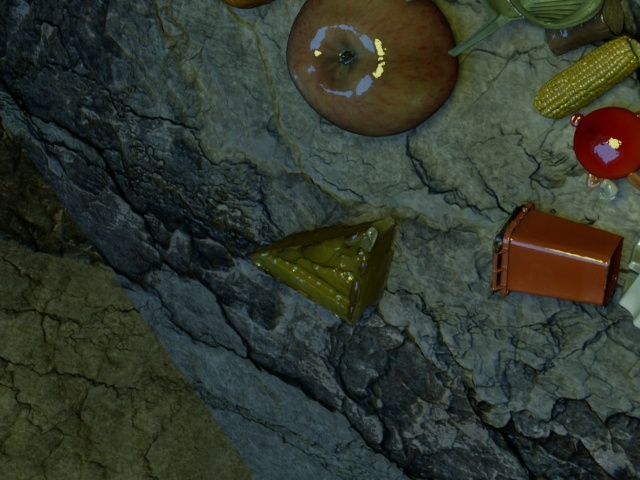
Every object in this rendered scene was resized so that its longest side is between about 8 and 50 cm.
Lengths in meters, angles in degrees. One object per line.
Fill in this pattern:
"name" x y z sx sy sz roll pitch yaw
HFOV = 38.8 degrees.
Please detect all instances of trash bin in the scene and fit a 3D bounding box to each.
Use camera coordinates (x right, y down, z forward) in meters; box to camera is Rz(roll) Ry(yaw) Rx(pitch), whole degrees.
"trash bin" 0.465 0.042 1.810 0.239 0.184 0.161 16 126 29

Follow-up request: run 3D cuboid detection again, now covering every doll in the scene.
"doll" 0.546 -0.159 1.653 0.217 0.085 0.183 31 107 26

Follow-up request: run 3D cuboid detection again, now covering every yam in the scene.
"yam" 0.463 -0.381 1.601 0.127 0.084 0.084 -11 108 45

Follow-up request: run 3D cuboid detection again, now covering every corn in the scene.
"corn" 0.481 -0.289 1.646 0.080 0.080 0.238 55 140 -1

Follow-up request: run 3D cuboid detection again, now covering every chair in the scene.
"chair" 0.331 -0.436 1.592 0.190 0.203 0.275 56 151 -15

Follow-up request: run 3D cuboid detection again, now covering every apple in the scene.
"apple" 0.092 -0.364 1.814 0.345 0.269 0.344 22 128 32

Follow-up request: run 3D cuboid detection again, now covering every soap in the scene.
"soap" 0.000 0.000 2.216 0.339 0.169 0.304 30 133 23

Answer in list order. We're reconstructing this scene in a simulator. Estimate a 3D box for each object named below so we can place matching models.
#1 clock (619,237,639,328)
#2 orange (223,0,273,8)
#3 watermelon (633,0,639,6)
"clock" 0.620 0.009 1.565 0.116 0.262 0.231 23 132 10
"orange" -0.149 -0.623 1.937 0.249 0.183 0.249 33 153 20
"watermelon" 0.546 -0.457 1.451 0.310 0.193 0.231 3 99 27
